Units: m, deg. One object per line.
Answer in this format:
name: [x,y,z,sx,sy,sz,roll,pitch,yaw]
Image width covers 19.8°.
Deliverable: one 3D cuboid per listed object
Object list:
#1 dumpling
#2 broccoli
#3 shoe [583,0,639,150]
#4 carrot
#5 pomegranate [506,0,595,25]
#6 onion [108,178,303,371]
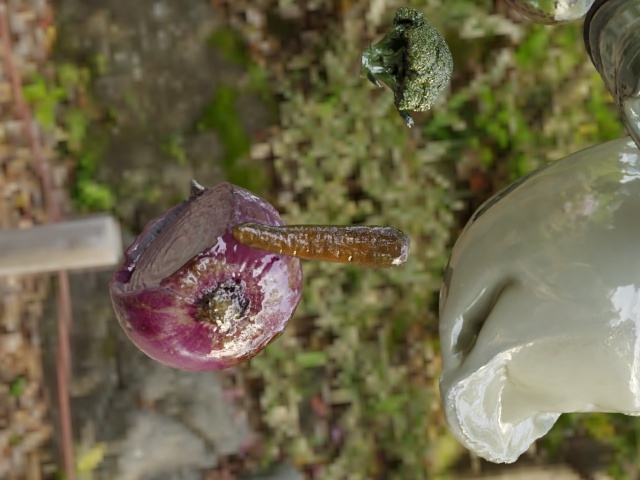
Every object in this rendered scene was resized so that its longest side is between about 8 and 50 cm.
dumpling: [0.259,0.051,1.692,0.233,0.395,0.315,39,-9,25]
broccoli: [0.109,-0.227,2.336,0.131,0.120,0.130,104,-16,-57]
shoe: [0.305,-0.058,1.368,0.293,0.109,0.149,48,15,-19]
carrot: [0.000,0.000,1.916,0.047,0.191,0.047,-174,-90,-82]
pomegranate: [0.324,-0.381,2.477,0.159,0.205,0.159,35,-32,25]
onion: [-0.116,0.053,2.015,0.207,0.201,0.200,-48,151,-26]
